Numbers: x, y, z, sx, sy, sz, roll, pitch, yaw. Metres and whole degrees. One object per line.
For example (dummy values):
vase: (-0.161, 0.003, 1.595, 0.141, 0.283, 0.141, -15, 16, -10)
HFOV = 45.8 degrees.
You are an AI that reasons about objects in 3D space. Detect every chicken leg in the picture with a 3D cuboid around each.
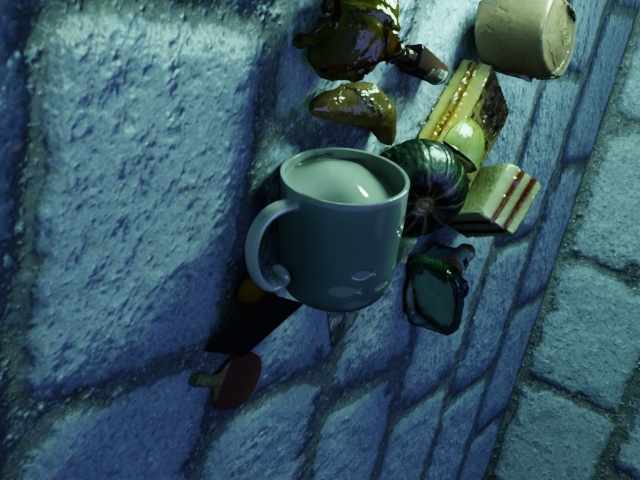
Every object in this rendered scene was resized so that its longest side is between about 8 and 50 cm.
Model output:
chicken leg: (0.111, -0.456, 1.487, 0.361, 0.140, 0.211, -56, 140, -11)

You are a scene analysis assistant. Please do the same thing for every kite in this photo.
kite: (0.060, 0.134, 1.942, 0.169, 0.015, 0.310, -49, 148, -28)

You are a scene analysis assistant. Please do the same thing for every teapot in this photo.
teapot: (0.228, 0.028, 2.094, 0.067, 0.057, 0.083, -65, 173, -66)

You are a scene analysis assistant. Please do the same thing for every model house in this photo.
model house: (0.391, 0.103, 2.299, 0.291, 0.184, 0.253, -45, 140, -40)

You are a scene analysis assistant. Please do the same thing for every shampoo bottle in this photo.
shampoo bottle: (0.228, -0.417, 1.779, 0.236, 0.067, 0.068, 7, 94, -59)

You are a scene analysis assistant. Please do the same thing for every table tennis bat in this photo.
table tennis bat: (-0.202, 0.302, 1.636, 0.246, 0.022, 0.138, 22, 90, -62)

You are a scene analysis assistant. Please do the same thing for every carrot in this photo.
carrot: (-0.117, 0.142, 1.620, 0.072, 0.072, 0.205, -57, 155, -15)

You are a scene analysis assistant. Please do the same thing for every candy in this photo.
candy: (0.467, -0.110, 2.149, 0.179, 0.135, 0.321, -59, -168, -7)

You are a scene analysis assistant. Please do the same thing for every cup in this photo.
cup: (0.000, 0.000, 1.529, 0.357, 0.259, 0.274, -21, 129, -34)

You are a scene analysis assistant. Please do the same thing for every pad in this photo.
pad: (-0.136, 0.178, 1.561, 0.190, 0.004, 0.127, -43, 147, 17)

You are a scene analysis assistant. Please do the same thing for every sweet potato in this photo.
sweet potato: (0.093, -0.283, 1.626, 0.114, 0.092, 0.341, -56, 152, 16)

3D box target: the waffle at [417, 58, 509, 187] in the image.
waffle: (0.369, -0.277, 2.058, 0.376, 0.114, 0.261, -60, 146, -9)

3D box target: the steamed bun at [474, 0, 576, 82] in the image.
steamed bun: (0.535, -0.515, 1.991, 0.301, 0.252, 0.199, 7, 90, -59)

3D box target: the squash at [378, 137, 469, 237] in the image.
squash: (0.227, -0.125, 1.817, 0.252, 0.165, 0.252, -6, 130, -8)

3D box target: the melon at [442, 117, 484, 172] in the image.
melon: (0.380, -0.244, 1.916, 0.160, 0.079, 0.128, 31, 85, -56)
